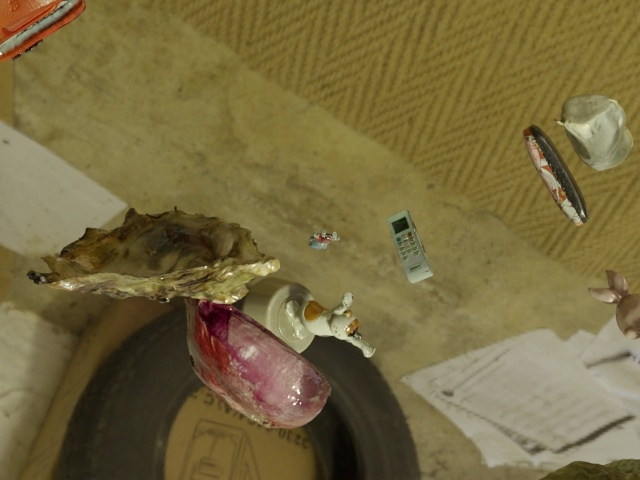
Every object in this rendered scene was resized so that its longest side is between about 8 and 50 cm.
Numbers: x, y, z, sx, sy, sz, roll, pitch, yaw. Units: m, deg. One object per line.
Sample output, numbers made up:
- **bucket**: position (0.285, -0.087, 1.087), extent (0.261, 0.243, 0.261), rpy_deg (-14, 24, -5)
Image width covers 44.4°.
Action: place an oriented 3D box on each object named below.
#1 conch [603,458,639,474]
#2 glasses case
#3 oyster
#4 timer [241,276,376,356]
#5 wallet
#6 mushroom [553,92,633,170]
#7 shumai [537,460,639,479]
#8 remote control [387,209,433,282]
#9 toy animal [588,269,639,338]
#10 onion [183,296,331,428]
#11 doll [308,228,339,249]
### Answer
- **conch**: position (0.548, 0.418, 1.139), extent (0.303, 0.215, 0.319), rpy_deg (-4, 175, -44)
- **glasses case**: position (0.563, -0.156, 1.876), extent (0.067, 0.103, 0.267), rpy_deg (-29, 92, 20)
- **oyster**: position (-0.216, 0.024, 1.100), extent (0.361, 0.221, 0.096), rpy_deg (-3, 122, 14)
- **timer**: position (-0.016, 0.163, 1.611), extent (0.266, 0.175, 0.175), rpy_deg (-2, 141, 44)
- **wallet**: position (-0.322, -0.302, 0.813), extent (0.142, 0.204, 0.045), rpy_deg (-23, 166, 22)
- **mushroom**: position (0.504, -0.188, 1.416), extent (0.097, 0.109, 0.351), rpy_deg (19, -177, 29)
- **shumai**: position (0.219, 0.416, 0.890), extent (0.323, 0.397, 0.324), rpy_deg (0, 110, 36)
- **remote control**: position (0.211, 0.015, 1.853), extent (0.065, 0.166, 0.029), rpy_deg (-26, 167, 32)
- **toy animal**: position (0.669, 0.155, 1.646), extent (0.124, 0.212, 0.124), rpy_deg (-18, 135, -19)
- **onion**: position (-0.122, 0.173, 1.145), extent (0.283, 0.120, 0.227), rpy_deg (41, 161, 3)
- **doll**: position (0.000, 0.001, 1.797), extent (0.057, 0.039, 0.114), rpy_deg (-21, 173, -28)
